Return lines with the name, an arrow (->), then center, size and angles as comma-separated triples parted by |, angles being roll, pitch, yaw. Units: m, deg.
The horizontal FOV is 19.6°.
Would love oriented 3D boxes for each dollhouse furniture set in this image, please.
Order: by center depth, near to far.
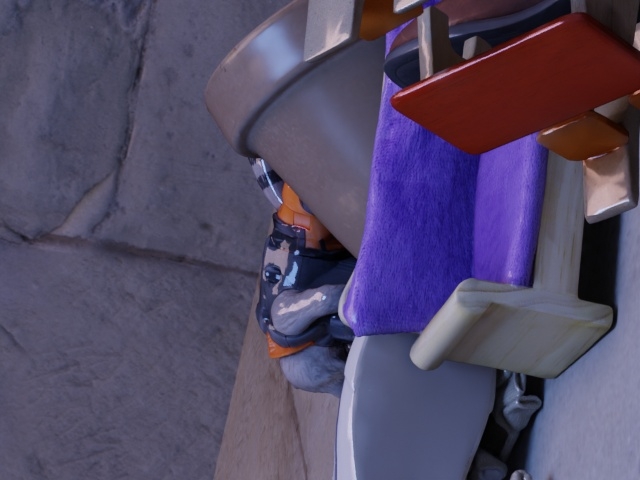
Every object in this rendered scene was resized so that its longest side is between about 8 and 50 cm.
dollhouse furniture set -> 0.157, -0.106, 1.060 | 0.259, 0.262, 0.135 | -23, 52, 42

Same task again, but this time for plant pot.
plant pot -> 0.061, -0.090, 1.620 | 0.229, 0.263, 0.263 | 61, 161, 12

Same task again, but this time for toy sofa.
toy sofa -> 0.131, -0.089, 1.411 | 0.150, 0.177, 0.362 | 121, 159, -67

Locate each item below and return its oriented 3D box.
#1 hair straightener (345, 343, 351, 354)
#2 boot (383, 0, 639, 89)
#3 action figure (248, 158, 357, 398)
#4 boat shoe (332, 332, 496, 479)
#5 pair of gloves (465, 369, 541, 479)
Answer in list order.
hair straightener -> 0.039, 0.130, 2.288 | 0.230, 0.047, 0.089 | -178, 99, -87
boot -> 0.163, -0.249, 1.324 | 0.264, 0.096, 0.280 | -26, 46, 38
action figure -> 0.000, 0.000, 1.948 | 0.341, 0.178, 0.330 | 0, -90, -81
boat shoe -> 0.045, 0.194, 1.479 | 0.158, 0.127, 0.340 | 154, 128, -67
pair of gloves -> 0.133, 0.209, 1.476 | 0.240, 0.042, 0.204 | -90, 17, -48
